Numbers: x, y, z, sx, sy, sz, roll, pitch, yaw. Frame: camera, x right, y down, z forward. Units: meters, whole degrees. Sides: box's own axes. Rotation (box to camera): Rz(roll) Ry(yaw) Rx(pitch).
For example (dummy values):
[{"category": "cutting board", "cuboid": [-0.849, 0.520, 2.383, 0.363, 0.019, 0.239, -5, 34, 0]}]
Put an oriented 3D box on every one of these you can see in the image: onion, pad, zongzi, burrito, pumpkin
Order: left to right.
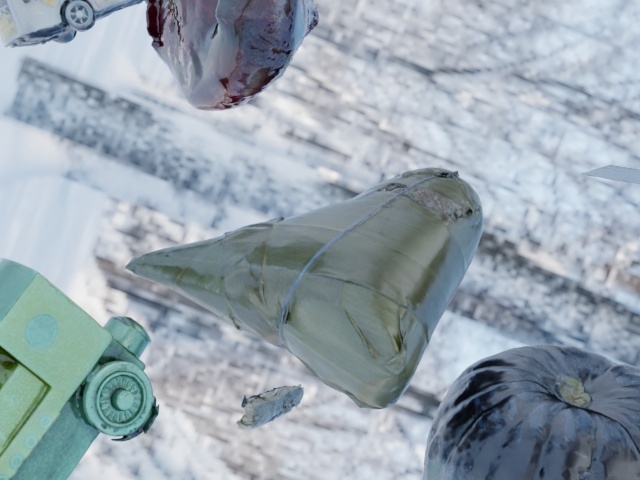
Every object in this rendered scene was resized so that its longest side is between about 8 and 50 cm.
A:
[{"category": "onion", "cuboid": [-0.079, -0.278, 1.704, 0.272, 0.195, 0.272, -13, -105, 61]}, {"category": "burrito", "cuboid": [-0.072, 0.237, 2.135, 0.051, 0.042, 0.171, -65, 163, 15]}, {"category": "zongzi", "cuboid": [0.000, 0.000, 1.948, 0.356, 0.393, 0.174, -55, 162, -38]}, {"category": "pumpkin", "cuboid": [0.310, 0.293, 1.893, 0.363, 0.363, 0.266, -87, -175, -66]}, {"category": "pad", "cuboid": [0.453, -0.094, 2.170, 0.157, 0.112, 0.003, 157, -58, -85]}]

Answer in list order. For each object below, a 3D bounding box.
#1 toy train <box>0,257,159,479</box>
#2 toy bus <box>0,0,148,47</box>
[{"category": "toy train", "cuboid": [-0.371, 0.220, 1.727, 0.160, 0.253, 0.397, 13, -116, 54]}, {"category": "toy bus", "cuboid": [-0.293, -0.371, 2.064, 0.097, 0.342, 0.138, -9, -77, 62]}]
